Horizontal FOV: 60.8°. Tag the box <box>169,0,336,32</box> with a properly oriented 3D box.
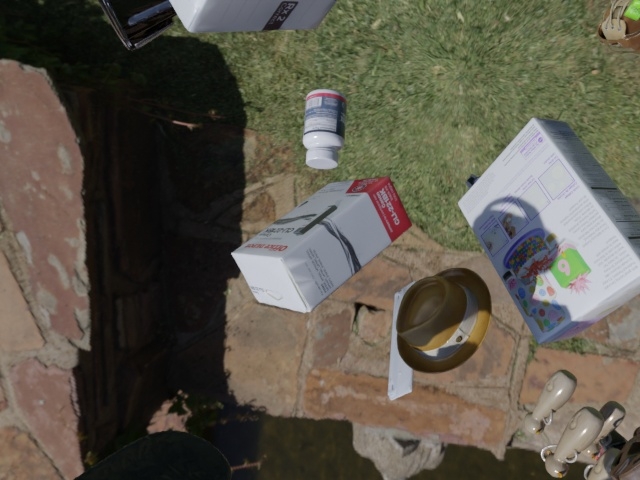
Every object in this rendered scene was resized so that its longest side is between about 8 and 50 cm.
[{"bbox_3d":[-0.039,-0.255,0.324,0.181,0.119,0.181,-40,77,47],"label":"box"}]

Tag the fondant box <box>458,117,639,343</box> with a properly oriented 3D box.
[{"bbox_3d":[0.415,-0.018,0.976,0.238,0.096,0.330,-56,44,45],"label":"fondant box"}]

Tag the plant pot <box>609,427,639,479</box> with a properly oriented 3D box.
[{"bbox_3d":[0.389,0.243,0.519,0.165,0.167,0.167,44,114,24],"label":"plant pot"}]

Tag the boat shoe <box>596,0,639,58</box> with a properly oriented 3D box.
[{"bbox_3d":[0.661,-0.459,1.163,0.120,0.324,0.122,25,104,11],"label":"boat shoe"}]

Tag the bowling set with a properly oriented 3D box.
[{"bbox_3d":[0.521,0.393,1.003,0.200,0.287,0.154,22,112,-3],"label":"bowling set"}]

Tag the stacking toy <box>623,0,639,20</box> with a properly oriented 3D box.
[{"bbox_3d":[0.337,-0.382,0.611,0.167,0.052,0.221,27,118,11],"label":"stacking toy"}]

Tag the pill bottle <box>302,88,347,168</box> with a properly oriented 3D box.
[{"bbox_3d":[0.010,-0.277,1.377,0.108,0.108,0.180,1,79,14],"label":"pill bottle"}]

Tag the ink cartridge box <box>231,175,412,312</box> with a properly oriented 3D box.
[{"bbox_3d":[0.000,0.000,1.014,0.197,0.273,0.114,2,126,56],"label":"ink cartridge box"}]

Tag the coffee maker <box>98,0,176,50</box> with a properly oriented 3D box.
[{"bbox_3d":[-0.131,-0.276,0.490,0.178,0.120,0.171,-28,144,-10],"label":"coffee maker"}]

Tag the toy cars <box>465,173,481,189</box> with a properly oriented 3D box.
[{"bbox_3d":[0.520,-0.021,1.412,0.394,0.176,0.087,42,97,7],"label":"toy cars"}]

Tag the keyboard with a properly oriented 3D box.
[{"bbox_3d":[0.174,0.203,1.142,0.014,0.255,0.072,29,139,-23],"label":"keyboard"}]

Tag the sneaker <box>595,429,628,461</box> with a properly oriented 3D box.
[{"bbox_3d":[0.740,0.539,1.293,0.098,0.276,0.135,-12,132,-6],"label":"sneaker"}]

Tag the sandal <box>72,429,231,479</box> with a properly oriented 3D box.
[{"bbox_3d":[-0.242,0.271,0.476,0.168,0.446,0.106,21,108,19],"label":"sandal"}]

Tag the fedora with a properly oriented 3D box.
[{"bbox_3d":[0.184,0.121,0.901,0.079,0.194,0.194,32,116,-33],"label":"fedora"}]
